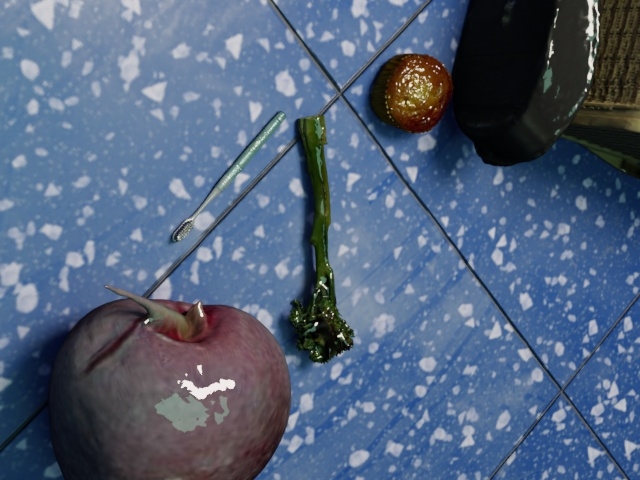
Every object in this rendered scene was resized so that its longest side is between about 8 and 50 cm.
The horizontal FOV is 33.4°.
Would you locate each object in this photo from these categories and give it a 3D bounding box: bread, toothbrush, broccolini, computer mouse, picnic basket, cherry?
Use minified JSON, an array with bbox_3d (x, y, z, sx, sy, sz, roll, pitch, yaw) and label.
[{"bbox_3d":[0.098,-0.151,1.097,0.085,0.053,0.085,-7,105,-30],"label":"bread"},{"bbox_3d":[-0.087,-0.062,1.030,0.011,0.014,0.167,44,77,-21],"label":"toothbrush"},{"bbox_3d":[-0.008,0.001,1.089,0.058,0.071,0.254,-4,99,13],"label":"broccolini"},{"bbox_3d":[0.221,-0.218,1.084,0.087,0.168,0.295,9,94,-25],"label":"computer mouse"},{"bbox_3d":[0.396,-0.157,1.172,0.313,0.228,0.175,13,92,-32],"label":"picnic basket"},{"bbox_3d":[-0.135,0.148,0.951,0.213,0.183,0.266,9,118,-15],"label":"cherry"}]
